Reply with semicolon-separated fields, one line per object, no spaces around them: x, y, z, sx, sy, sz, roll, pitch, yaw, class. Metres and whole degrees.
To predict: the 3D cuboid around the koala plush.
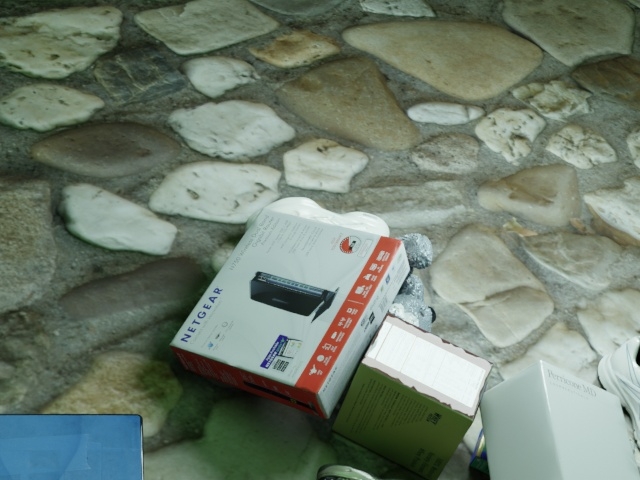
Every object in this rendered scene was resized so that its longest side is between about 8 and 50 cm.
0.133;0.133;1.691;0.203;0.196;0.221;-10;50;-11;koala plush

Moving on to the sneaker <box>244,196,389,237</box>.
0.000;0.000;1.818;0.305;0.114;0.152;7;44;-11;sneaker

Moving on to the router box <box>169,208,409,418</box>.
-0.049;0.116;1.585;0.301;0.082;0.335;13;55;28;router box

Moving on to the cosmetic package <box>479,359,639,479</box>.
0.399;0.412;1.446;0.217;0.156;0.385;24;45;-29;cosmetic package

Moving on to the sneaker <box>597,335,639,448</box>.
0.641;0.312;1.702;0.111;0.129;0.297;-10;52;-28;sneaker

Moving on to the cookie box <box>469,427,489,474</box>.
0.329;0.380;1.599;0.107;0.040;0.092;24;44;7;cookie box

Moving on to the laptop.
-0.449;0.349;1.259;0.236;0.408;0.382;-21;47;10;laptop

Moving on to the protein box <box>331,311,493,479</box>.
0.156;0.268;1.541;0.201;0.199;0.136;26;44;8;protein box

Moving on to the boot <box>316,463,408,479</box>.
0.089;0.462;1.415;0.237;0.085;0.178;14;46;6;boot

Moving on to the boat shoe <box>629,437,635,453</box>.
0.505;0.342;1.679;0.184;0.066;0.063;32;32;18;boat shoe
